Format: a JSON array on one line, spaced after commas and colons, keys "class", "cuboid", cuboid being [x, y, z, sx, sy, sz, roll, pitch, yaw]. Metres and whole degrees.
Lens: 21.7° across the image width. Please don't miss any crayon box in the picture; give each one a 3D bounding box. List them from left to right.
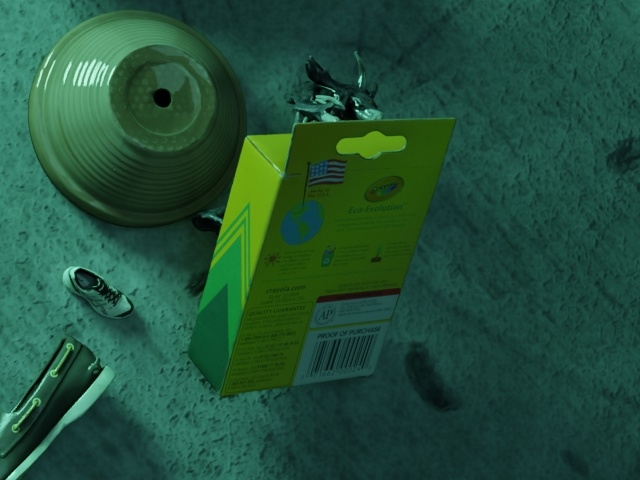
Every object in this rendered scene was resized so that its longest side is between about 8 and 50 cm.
[{"class": "crayon box", "cuboid": [0.000, 0.000, 1.691, 0.202, 0.081, 0.318, -4, 125, -35]}]

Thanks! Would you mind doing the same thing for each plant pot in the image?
[{"class": "plant pot", "cuboid": [-0.179, -0.138, 1.751, 0.237, 0.110, 0.237, 4, 78, -22]}]

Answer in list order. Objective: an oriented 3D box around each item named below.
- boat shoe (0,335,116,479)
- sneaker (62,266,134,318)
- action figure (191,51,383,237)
[{"class": "boat shoe", "cuboid": [-0.303, 0.192, 1.662, 0.068, 0.081, 0.228, 45, 61, -6]}, {"class": "sneaker", "cuboid": [-0.230, 0.055, 1.735, 0.083, 0.037, 0.032, 30, 69, -16]}, {"class": "action figure", "cuboid": [-0.003, -0.081, 1.785, 0.275, 0.141, 0.164, -49, 138, -18]}]
